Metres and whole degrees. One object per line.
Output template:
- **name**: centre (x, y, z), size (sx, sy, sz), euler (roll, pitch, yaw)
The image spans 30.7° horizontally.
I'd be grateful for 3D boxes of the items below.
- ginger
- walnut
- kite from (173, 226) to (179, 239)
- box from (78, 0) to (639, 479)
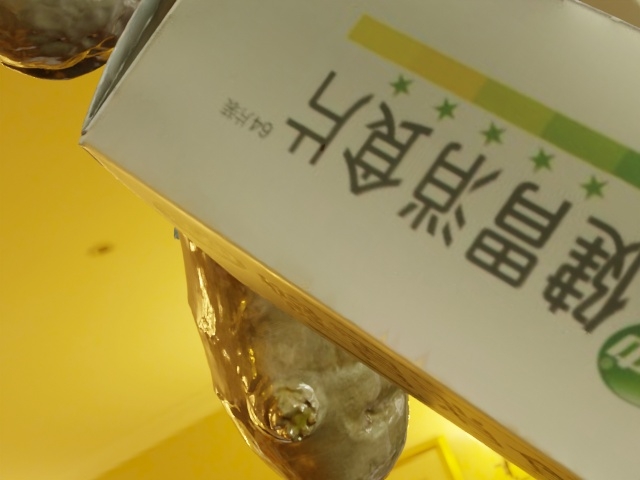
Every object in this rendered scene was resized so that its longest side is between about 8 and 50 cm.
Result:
- **ginger**: centre (-0.013, -0.014, 0.780), size (0.166, 0.376, 0.236), euler (6, 18, 16)
- **walnut**: centre (-0.321, -0.306, 1.360), size (0.248, 0.248, 0.248), euler (-19, -21, -8)
- **kite**: centre (0.000, 0.000, 1.214), size (0.314, 0.335, 0.011), euler (9, -15, 12)
- **box**: centre (0.082, 0.004, 0.457), size (0.145, 0.333, 0.173), euler (-54, -29, -7)
